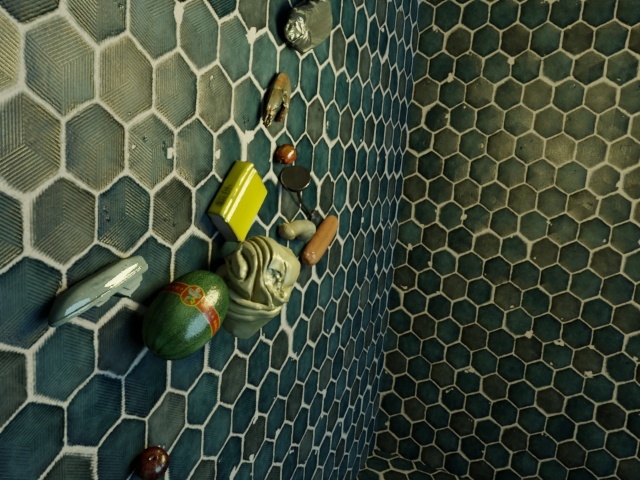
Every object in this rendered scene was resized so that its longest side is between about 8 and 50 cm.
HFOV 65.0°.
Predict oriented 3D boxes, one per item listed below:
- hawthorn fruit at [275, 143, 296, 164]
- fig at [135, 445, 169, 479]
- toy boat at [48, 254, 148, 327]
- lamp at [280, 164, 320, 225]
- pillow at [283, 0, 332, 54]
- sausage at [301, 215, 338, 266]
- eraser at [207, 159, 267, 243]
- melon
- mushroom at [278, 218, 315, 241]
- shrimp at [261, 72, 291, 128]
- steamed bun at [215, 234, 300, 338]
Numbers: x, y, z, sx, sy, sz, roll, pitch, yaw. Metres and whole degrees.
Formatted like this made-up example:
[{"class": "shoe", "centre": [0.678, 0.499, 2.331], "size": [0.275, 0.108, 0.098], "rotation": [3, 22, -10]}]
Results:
[{"class": "hawthorn fruit", "centre": [-0.123, -0.304, 1.782], "size": [0.077, 0.077, 0.077], "rotation": [9, 90, -66]}, {"class": "fig", "centre": [-0.457, 0.617, 1.360], "size": [0.089, 0.088, 0.125], "rotation": [-51, 167, -49]}, {"class": "toy boat", "centre": [-0.484, 0.116, 1.103], "size": [0.260, 0.078, 0.085], "rotation": [-46, 124, -56]}, {"class": "lamp", "centre": [-0.046, -0.147, 1.959], "size": [0.130, 0.108, 0.371], "rotation": [-65, 152, -25]}, {"class": "pillow", "centre": [-0.037, -0.773, 1.778], "size": [0.335, 0.092, 0.162], "rotation": [-56, 141, -43]}, {"class": "sausage", "centre": [0.000, 0.001, 2.147], "size": [0.289, 0.086, 0.086], "rotation": [-60, 148, -42]}, {"class": "eraser", "centre": [-0.253, -0.119, 1.554], "size": [0.158, 0.069, 0.226], "rotation": [68, 38, -54]}, {"class": "melon", "centre": [-0.343, 0.184, 1.318], "size": [0.288, 0.182, 0.182], "rotation": [-58, 147, -45]}, {"class": "mushroom", "centre": [-0.087, -0.040, 1.941], "size": [0.081, 0.092, 0.223], "rotation": [56, 18, 11]}, {"class": "shrimp", "centre": [-0.143, -0.457, 1.704], "size": [0.144, 0.052, 0.251], "rotation": [70, 36, -53]}, {"class": "steamed bun", "centre": [-0.219, 0.118, 1.509], "size": [0.203, 0.276, 0.289], "rotation": [40, 94, -27]}]
